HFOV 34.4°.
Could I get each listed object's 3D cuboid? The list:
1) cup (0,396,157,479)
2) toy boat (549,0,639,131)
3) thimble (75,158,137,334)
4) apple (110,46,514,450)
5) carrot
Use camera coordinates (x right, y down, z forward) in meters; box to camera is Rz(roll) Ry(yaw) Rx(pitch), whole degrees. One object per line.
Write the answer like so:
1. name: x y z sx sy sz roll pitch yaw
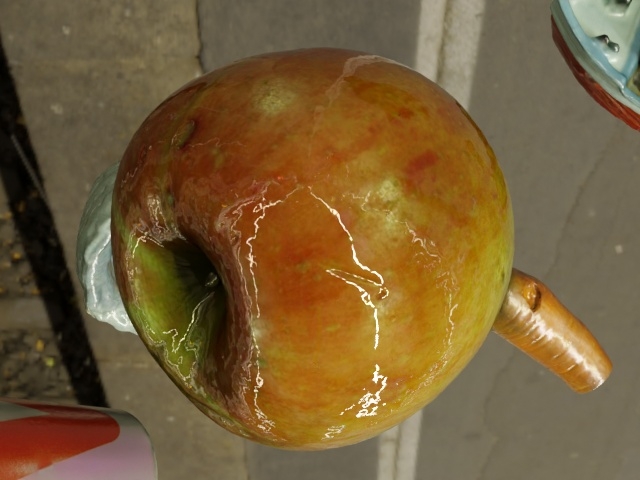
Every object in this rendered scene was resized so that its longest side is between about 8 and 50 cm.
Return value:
1. cup: -0.301 0.221 0.943 0.203 0.203 0.288 -34 153 30
2. toy boat: 0.363 -0.161 0.944 0.331 0.145 0.133 23 160 4
3. thimble: -0.187 0.001 1.248 0.250 0.172 0.205 -37 117 13
4. apple: 0.000 0.000 0.499 0.196 0.196 0.196 -3 140 -2
5. carrot: 0.266 0.103 1.244 0.193 0.087 0.087 36 127 -18
